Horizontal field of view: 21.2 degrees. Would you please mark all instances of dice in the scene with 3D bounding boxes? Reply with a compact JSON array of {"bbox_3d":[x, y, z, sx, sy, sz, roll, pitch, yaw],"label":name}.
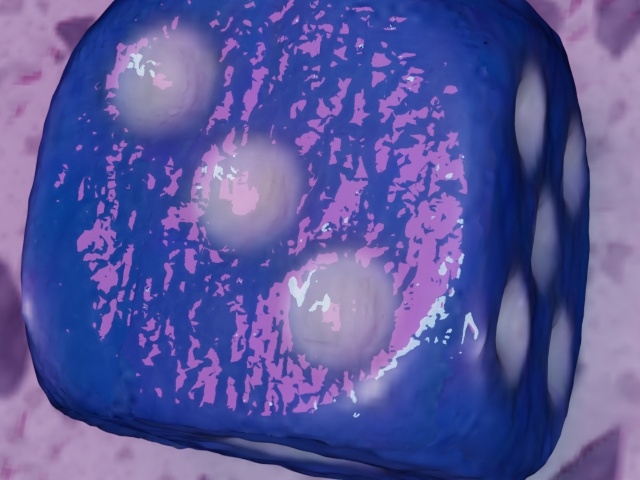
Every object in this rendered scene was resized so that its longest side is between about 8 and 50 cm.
[{"bbox_3d":[0.000,0.000,0.526,0.146,0.143,0.146,2,79,19],"label":"dice"}]
